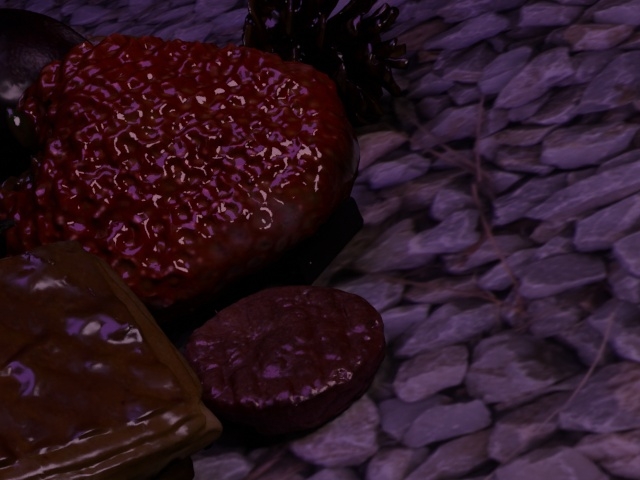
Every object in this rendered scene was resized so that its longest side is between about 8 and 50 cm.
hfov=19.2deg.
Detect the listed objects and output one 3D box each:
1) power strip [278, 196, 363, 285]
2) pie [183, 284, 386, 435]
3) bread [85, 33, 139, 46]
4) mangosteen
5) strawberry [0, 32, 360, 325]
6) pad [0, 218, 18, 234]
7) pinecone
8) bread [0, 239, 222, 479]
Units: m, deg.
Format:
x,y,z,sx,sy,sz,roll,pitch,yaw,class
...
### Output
x,y,z,sx,sy,sz,roll,pitch,yaw,class
0.000,0.000,1.839,0.029,0.038,0.111,-1,34,39,power strip
-0.031,0.100,1.647,0.182,0.049,0.182,-9,35,6,pie
-0.262,-0.177,2.250,0.174,0.133,0.251,-24,28,14,bread
-0.352,-0.105,2.030,0.297,0.297,0.293,-21,26,3,mangosteen
-0.129,-0.049,1.809,0.351,0.267,0.312,-7,53,18,strawberry
-0.382,0.016,1.604,0.174,0.022,0.233,-7,9,17,pad
0.000,-0.206,2.052,0.208,0.207,0.207,-18,28,10,pinecone
-0.278,0.154,1.540,0.324,0.167,0.277,-18,49,-29,bread
